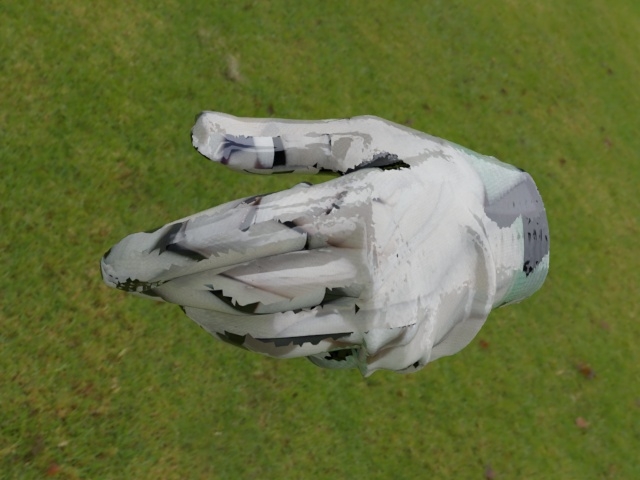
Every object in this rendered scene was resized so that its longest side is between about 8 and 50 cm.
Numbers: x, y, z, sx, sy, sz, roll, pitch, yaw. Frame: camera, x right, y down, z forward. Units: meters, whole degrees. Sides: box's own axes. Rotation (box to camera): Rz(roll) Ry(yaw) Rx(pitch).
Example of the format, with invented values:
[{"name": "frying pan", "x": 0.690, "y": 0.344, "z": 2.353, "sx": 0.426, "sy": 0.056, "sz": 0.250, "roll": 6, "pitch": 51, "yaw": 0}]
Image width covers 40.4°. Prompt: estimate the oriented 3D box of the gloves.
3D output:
[{"name": "gloves", "x": 0.004, "y": 0.006, "z": 0.429, "sx": 0.212, "sy": 0.128, "sz": 0.111, "roll": -11, "pitch": 32, "yaw": -26}]
